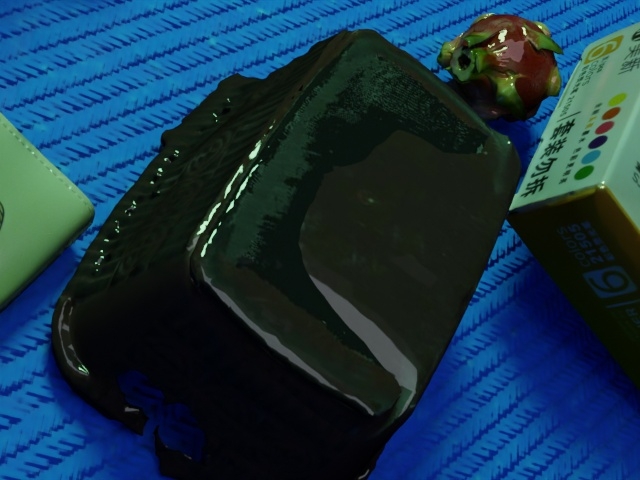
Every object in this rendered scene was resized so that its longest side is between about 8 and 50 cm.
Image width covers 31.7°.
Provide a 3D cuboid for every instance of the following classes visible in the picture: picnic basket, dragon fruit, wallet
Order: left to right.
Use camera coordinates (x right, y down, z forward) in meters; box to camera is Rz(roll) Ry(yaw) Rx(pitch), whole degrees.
[{"bbox_3d":[-0.205,-0.001,0.582,0.110,0.039,0.155,47,49,-9],"label":"wallet"},{"bbox_3d":[0.000,0.000,0.660,0.222,0.129,0.297,38,49,-8],"label":"picnic basket"},{"bbox_3d":[0.132,-0.131,0.849,0.116,0.081,0.086,7,40,-45],"label":"dragon fruit"}]

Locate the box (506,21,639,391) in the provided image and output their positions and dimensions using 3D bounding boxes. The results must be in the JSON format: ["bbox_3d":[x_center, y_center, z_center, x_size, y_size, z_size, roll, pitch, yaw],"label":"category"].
[{"bbox_3d":[0.272,0.001,0.831,0.274,0.091,0.221,50,48,-18],"label":"box"}]
